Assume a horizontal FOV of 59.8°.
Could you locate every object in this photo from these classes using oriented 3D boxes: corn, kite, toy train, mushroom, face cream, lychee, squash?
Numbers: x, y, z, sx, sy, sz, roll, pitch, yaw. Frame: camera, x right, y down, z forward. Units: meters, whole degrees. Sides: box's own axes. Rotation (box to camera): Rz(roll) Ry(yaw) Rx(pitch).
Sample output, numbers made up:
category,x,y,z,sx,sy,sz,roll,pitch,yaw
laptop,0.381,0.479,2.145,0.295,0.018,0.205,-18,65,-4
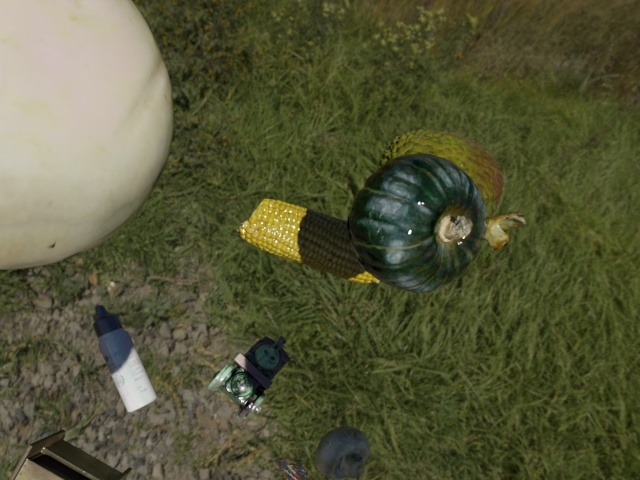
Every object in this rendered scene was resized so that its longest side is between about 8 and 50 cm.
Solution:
category,x,y,z,sx,sy,sz,roll,pitch,yaw
corn,0.000,0.000,1.319,0.387,0.144,0.143,22,45,-21
kite,-0.033,0.507,1.136,0.009,0.232,0.189,-35,41,-31
toy train,-0.181,0.354,1.487,0.150,0.304,0.221,42,71,3
mushroom,-0.229,-0.099,0.386,0.246,0.202,0.246,5,83,-41
face cream,-0.566,0.326,1.579,0.092,0.092,0.311,-22,86,-44
lychee,0.270,-0.107,1.209,0.320,0.270,0.270,51,33,-35
squash,0.144,-0.024,0.827,0.218,0.218,0.172,-1,35,-36
mushroom,0.034,0.310,0.806,0.084,0.083,0.067,6,17,-31

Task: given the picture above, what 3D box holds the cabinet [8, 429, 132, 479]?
category,x,y,z,sx,sy,sz,roll,pitch,yaw
cabinet,-0.512,0.518,1.086,0.175,0.148,0.215,27,85,4
